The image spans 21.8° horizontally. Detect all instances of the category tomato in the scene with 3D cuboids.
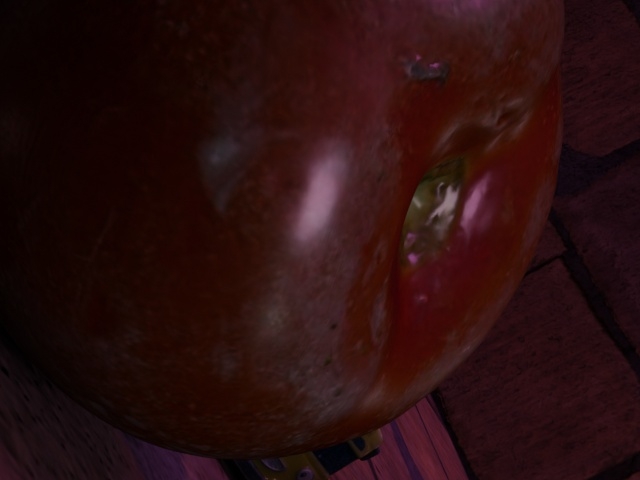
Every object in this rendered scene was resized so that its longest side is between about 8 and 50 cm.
[{"bbox_3d":[-0.031,-0.049,0.688,0.222,0.270,0.270,24,-14,26],"label":"tomato"}]

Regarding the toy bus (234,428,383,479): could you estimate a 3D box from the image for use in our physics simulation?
[{"bbox_3d":[-0.022,0.074,1.020,0.088,0.101,0.175,60,7,-27],"label":"toy bus"}]
